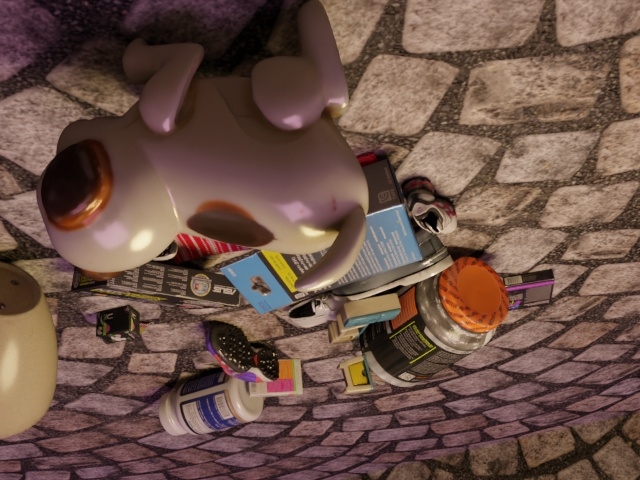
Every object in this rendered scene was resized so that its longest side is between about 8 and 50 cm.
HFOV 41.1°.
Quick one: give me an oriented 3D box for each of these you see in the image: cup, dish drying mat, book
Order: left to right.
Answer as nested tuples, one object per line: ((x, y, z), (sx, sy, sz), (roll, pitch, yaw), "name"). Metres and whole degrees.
((-0.643, 0.179, 1.626), (0.331, 0.331, 0.237), (11, 121, -30), "cup")
((-0.124, 0.370, 2.295), (0.144, 0.096, 0.035), (1, 152, -14), "book")
((0.088, -0.127, 1.489), (0.032, 0.008, 0.083), (-13, 152, 13), "dish drying mat")

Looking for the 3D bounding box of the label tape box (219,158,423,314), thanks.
((0.000, 0.000, 1.551), (0.334, 0.106, 0.240), (-19, 151, 6), "label tape box")

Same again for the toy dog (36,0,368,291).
((-0.163, -0.080, 1.131), (0.408, 0.395, 0.284), (-13, 162, -8), "toy dog")

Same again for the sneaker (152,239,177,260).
((-0.312, 0.011, 1.581), (0.161, 0.057, 0.075), (2, 169, 35), "sneaker")

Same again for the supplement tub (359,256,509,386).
((0.251, 0.181, 1.902), (0.207, 0.207, 0.338), (9, 149, -28), "supplement tub")

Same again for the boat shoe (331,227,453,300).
((0.131, 0.048, 1.769), (0.319, 0.099, 0.116), (-20, -172, 46), "boat shoe")

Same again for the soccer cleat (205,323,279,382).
((-0.215, 0.293, 2.122), (0.116, 0.108, 0.318), (-13, 155, 20), "soccer cleat")

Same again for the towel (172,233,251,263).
((-0.173, -0.026, 1.599), (0.275, 0.031, 0.199), (-9, 152, 4), "towel")

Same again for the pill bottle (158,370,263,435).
((-0.303, 0.446, 2.338), (0.265, 0.153, 0.153), (-19, 150, 23), "pill bottle")

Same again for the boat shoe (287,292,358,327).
((0.003, 0.150, 1.951), (0.184, 0.066, 0.063), (-17, 154, 38), "boat shoe")

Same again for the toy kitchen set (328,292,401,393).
((0.107, 0.232, 1.864), (0.122, 0.166, 0.207), (-10, 161, -14), "toy kitchen set")

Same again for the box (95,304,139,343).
((-0.452, 0.188, 1.906), (0.083, 0.062, 0.052), (-12, 151, 11), "box")

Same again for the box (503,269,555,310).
((0.495, 0.122, 2.040), (0.116, 0.029, 0.162), (-9, 151, 6), "box")

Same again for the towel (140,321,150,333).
((-0.445, 0.200, 1.987), (0.083, 0.009, 0.060), (11, 148, -29), "towel")

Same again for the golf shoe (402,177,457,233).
((0.208, -0.042, 1.598), (0.067, 0.086, 0.186), (-23, 150, 23), "golf shoe")

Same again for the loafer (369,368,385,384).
((0.144, 0.385, 2.459), (0.125, 0.039, 0.045), (26, 171, -42), "loafer")

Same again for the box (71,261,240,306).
((-0.323, 0.087, 1.672), (0.270, 0.060, 0.216), (12, 168, -33), "box")
